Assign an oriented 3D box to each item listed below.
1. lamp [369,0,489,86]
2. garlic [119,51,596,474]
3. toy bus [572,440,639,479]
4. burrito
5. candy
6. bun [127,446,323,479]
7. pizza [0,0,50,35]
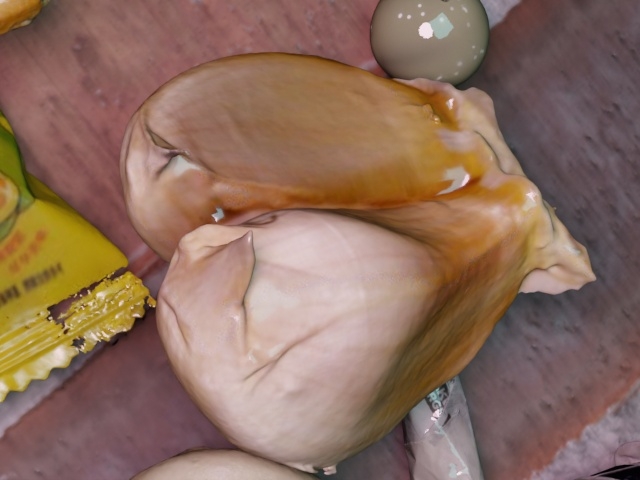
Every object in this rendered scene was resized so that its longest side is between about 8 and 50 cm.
[{"bbox_3d":[0.075,-0.116,1.039,0.091,0.091,0.163,8,96,-19],"label":"lamp"},{"bbox_3d":[0.000,0.000,0.891,0.313,0.249,0.286,-18,89,-36],"label":"garlic"},{"bbox_3d":[0.284,0.297,1.027,0.179,0.143,0.305,-42,98,-22],"label":"toy bus"},{"bbox_3d":[0.085,0.142,1.017,0.064,0.064,0.203,-12,87,-21],"label":"burrito"},{"bbox_3d":[-0.259,-0.035,0.900,0.187,0.081,0.297,-30,92,-24],"label":"candy"},{"bbox_3d":[-0.069,0.233,0.911,0.231,0.133,0.231,-6,111,-16],"label":"bun"},{"bbox_3d":[-0.299,-0.214,0.875,0.290,0.081,0.228,6,55,8],"label":"pizza"}]
